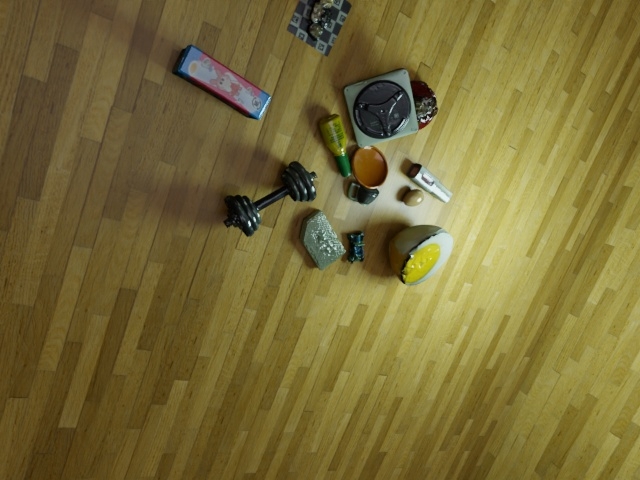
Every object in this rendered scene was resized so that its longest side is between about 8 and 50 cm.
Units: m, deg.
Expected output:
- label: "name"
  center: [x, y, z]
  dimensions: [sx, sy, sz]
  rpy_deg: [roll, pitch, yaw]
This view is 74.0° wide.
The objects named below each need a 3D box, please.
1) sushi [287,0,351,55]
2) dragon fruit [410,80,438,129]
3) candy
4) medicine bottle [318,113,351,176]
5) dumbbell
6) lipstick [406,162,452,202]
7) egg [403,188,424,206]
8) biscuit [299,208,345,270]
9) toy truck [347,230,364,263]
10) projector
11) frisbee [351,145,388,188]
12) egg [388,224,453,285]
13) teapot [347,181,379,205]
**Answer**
- label: "sushi"
  center: [0.009, -0.825, 1.565]
  dimensions: [0.192, 0.050, 0.215]
  rpy_deg: [21, 99, -30]
- label: "dragon fruit"
  center: [0.418, -0.563, 1.799]
  dimensions: [0.224, 0.148, 0.218]
  rpy_deg: [22, 98, -30]
- label: "candy"
  center: [-0.336, -0.531, 1.446]
  dimensions: [0.306, 0.157, 0.100]
  rpy_deg: [26, 96, -31]
- label: "medicine bottle"
  center: [0.072, -0.384, 1.748]
  dimensions: [0.095, 0.064, 0.260]
  rpy_deg: [-27, 117, -12]
- label: "dumbbell"
  center: [-0.190, -0.161, 1.640]
  dimensions: [0.407, 0.179, 0.179]
  rpy_deg: [-31, 119, -13]
- label: "lipstick"
  center: [0.515, -0.264, 1.997]
  dimensions: [0.253, 0.077, 0.078]
  rpy_deg: [31, 93, -32]
- label: "egg"
  center: [0.431, -0.197, 1.979]
  dimensions: [0.097, 0.080, 0.080]
  rpy_deg: [-21, 116, -14]
- label: "biscuit"
  center: [0.000, 0.000, 1.861]
  dimensions: [0.150, 0.052, 0.252]
  rpy_deg: [-36, 119, -10]
- label: "toy truck"
  center: [0.172, 0.037, 1.942]
  dimensions: [0.080, 0.078, 0.154]
  rpy_deg: [-10, 113, -21]
- label: "projector"
  center: [0.247, -0.530, 1.719]
  dimensions: [0.258, 0.079, 0.258]
  rpy_deg: [-15, 117, 8]
- label: "frisbee"
  center: [0.209, -0.316, 1.838]
  dimensions: [0.192, 0.035, 0.191]
  rpy_deg: [3, 85, -30]
- label: "egg"
  center: [0.449, 0.037, 2.002]
  dimensions: [0.338, 0.201, 0.336]
  rpy_deg: [-23, 143, -19]
- label: "teapot"
  center: [0.187, -0.205, 1.871]
  dimensions: [0.092, 0.124, 0.090]
  rpy_deg: [-37, 157, -58]
